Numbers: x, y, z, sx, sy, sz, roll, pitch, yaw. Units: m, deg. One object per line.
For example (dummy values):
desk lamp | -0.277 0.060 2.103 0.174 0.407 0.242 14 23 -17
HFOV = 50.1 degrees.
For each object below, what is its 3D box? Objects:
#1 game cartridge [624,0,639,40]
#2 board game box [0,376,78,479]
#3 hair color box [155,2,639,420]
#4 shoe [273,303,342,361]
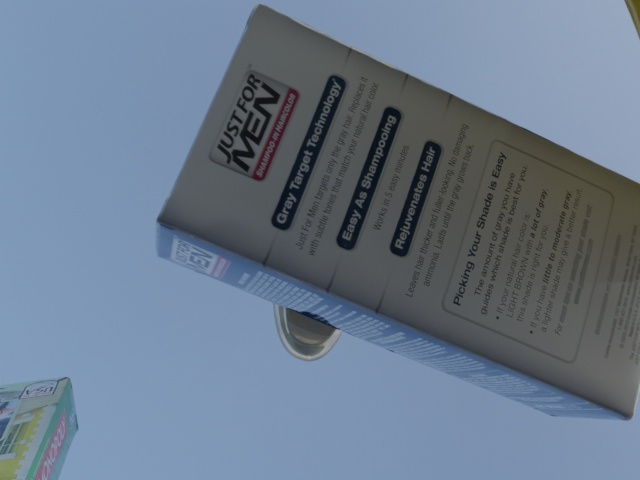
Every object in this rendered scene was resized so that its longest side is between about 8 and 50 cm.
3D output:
game cartridge | 0.222 -0.160 0.422 0.052 0.285 0.324 -23 -111 32
board game box | -0.313 0.153 0.370 0.317 0.213 0.046 -6 -80 -10
hair color box | 0.073 -0.009 0.509 0.347 0.105 0.174 24 -107 -8
shoe | 0.000 0.000 0.631 0.076 0.058 0.219 9 -105 6
